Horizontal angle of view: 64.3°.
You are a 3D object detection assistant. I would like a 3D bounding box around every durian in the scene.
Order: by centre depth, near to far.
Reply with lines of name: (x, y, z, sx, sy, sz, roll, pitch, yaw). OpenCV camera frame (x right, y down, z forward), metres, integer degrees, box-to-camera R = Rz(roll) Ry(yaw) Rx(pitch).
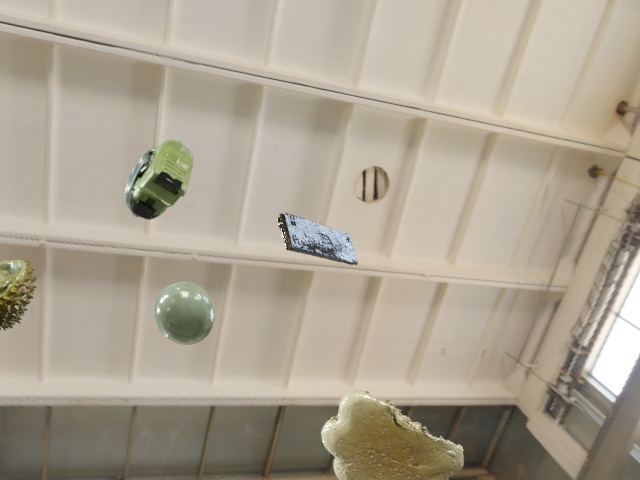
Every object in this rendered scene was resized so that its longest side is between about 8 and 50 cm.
durian: (-0.800, 0.132, 1.254, 0.166, 0.306, 0.172, 23, -75, -31)

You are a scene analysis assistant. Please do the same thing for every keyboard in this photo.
keyboard: (0.000, 0.000, 1.276, 0.027, 0.106, 0.317, -26, -22, 27)

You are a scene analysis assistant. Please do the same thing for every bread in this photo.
bread: (0.119, 0.382, 0.896, 0.251, 0.039, 0.182, 31, -80, -3)

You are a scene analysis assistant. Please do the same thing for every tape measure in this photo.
tape measure: (-0.348, -0.131, 1.091, 0.106, 0.200, 0.175, 34, -62, -29)

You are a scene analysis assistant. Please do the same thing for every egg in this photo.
egg: (-0.349, 0.190, 1.319, 0.149, 0.149, 0.192, -17, -36, -9)
